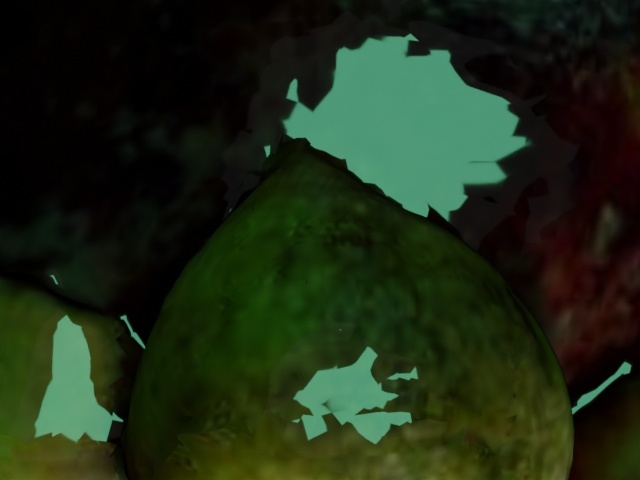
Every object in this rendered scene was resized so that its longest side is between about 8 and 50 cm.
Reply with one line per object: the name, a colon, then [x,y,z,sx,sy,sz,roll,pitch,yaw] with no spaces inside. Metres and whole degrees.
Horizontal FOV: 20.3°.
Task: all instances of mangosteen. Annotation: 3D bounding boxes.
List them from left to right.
mangosteen: [0.002,-0.012,0.471,0.300,0.300,0.300,-4,103,-15]
